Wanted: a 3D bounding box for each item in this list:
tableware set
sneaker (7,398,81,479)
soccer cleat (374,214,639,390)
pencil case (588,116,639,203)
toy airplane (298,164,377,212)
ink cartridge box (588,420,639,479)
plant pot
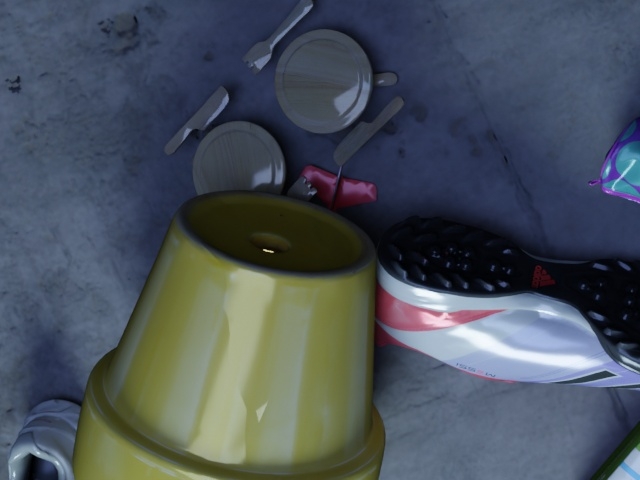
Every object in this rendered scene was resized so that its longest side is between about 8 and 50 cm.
[{"bbox_3d":[-0.029,-0.097,1.590,0.194,0.039,0.128,-45,77,17],"label":"tableware set"},{"bbox_3d":[-0.240,0.268,1.694,0.090,0.115,0.232,-12,98,19],"label":"sneaker"},{"bbox_3d":[0.193,0.075,1.542,0.318,0.108,0.116,15,135,5],"label":"soccer cleat"},{"bbox_3d":[0.295,-0.033,1.493,0.152,0.064,0.070,34,93,8],"label":"pencil case"},{"bbox_3d":[0.000,0.000,1.608,0.151,0.028,0.151,2,104,10],"label":"toy airplane"},{"bbox_3d":[0.270,0.296,1.558,0.189,0.097,0.255,39,109,5],"label":"ink cartridge box"},{"bbox_3d":[-0.060,0.098,1.515,0.254,0.254,0.239,17,114,12],"label":"plant pot"}]
